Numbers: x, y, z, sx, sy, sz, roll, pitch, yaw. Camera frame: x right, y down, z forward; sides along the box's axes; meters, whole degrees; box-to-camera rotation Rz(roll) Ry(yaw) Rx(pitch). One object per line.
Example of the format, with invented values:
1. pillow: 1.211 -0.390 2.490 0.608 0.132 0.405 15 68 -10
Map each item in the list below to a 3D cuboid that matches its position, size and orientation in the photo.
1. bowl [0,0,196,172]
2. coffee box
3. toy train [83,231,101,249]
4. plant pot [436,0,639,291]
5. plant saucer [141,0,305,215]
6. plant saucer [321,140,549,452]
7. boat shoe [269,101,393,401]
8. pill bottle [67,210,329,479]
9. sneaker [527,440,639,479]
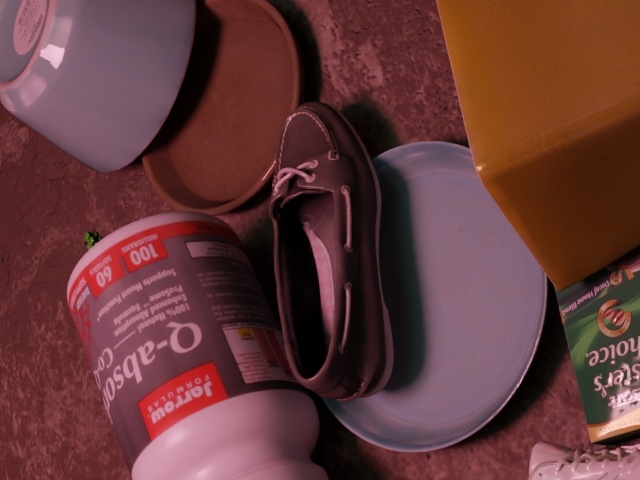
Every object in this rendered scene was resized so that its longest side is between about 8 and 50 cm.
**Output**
1. bowl: -0.309 -0.253 1.673 0.312 0.163 0.311 -22 62 48
2. coffee box: 0.279 0.083 1.199 0.113 0.040 0.184 -23 67 37
3. toy train: -0.287 0.017 1.736 0.083 0.017 0.023 42 121 38
4. plant pot: 0.240 -0.116 1.152 0.187 0.212 0.212 -21 52 18
5. plant saucer: -0.117 -0.163 1.601 0.278 0.041 0.277 -8 77 40
6. plant saucer: 0.106 0.057 1.359 0.318 0.044 0.317 -9 76 40
7. boat shoe: 0.000 0.000 1.371 0.112 0.096 0.335 -25 66 37
8. pill bottle: -0.125 0.165 1.433 0.210 0.210 0.363 -44 56 27
9. sneaker: 0.237 0.217 1.163 0.232 0.090 0.115 -41 74 28
